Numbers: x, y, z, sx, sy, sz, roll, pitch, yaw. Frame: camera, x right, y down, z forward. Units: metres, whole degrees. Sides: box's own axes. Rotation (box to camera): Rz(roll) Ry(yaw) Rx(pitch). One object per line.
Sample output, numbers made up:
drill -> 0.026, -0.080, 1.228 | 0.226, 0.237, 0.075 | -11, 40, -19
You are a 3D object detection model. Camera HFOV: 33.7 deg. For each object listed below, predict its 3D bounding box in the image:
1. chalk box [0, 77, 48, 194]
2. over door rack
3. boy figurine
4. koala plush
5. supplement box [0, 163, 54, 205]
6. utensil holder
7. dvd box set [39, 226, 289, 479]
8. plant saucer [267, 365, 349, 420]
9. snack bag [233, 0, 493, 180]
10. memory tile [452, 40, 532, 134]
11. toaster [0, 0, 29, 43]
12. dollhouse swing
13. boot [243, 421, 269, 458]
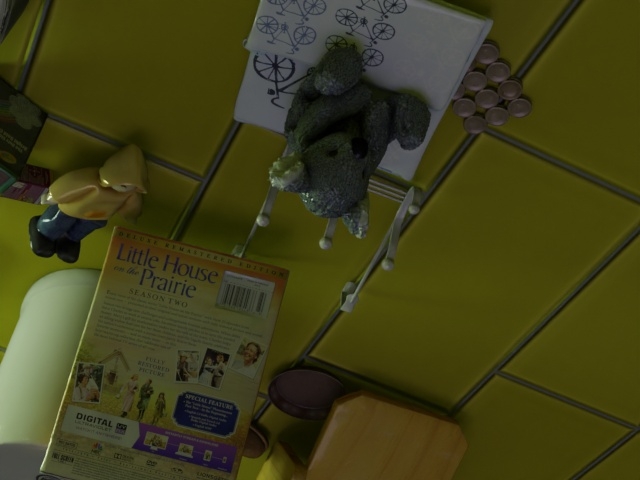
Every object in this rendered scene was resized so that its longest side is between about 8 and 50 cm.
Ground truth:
chalk box -> -0.542, -0.139, 1.654 | 0.132, 0.213, 0.132 | -31, 123, 33
over door rack -> 0.000, 0.000, 1.769 | 0.239, 0.108, 0.324 | 20, 137, -9
boy figurine -> -0.370, -0.064, 1.777 | 0.177, 0.092, 0.285 | 19, 141, -41
koala plush -> 0.024, -0.117, 1.517 | 0.196, 0.221, 0.203 | 32, 137, -23
supplement box -> -0.501, -0.098, 1.791 | 0.083, 0.043, 0.055 | 14, 141, -37
utensil holder -> -0.446, 0.299, 1.954 | 0.327, 0.385, 0.327 | 4, 135, 5
dvd box set -> -0.248, 0.212, 1.734 | 0.307, 0.420, 0.062 | 14, 165, -1
plant saucer -> -0.022, 0.304, 2.138 | 0.168, 0.029, 0.168 | 6, 136, 6
snack bag -> 0.041, -0.246, 1.561 | 0.323, 0.037, 0.342 | 18, 137, -6
memory tile -> 0.239, -0.226, 1.575 | 0.113, 0.012, 0.148 | -21, 127, 27
toaster -> -0.476, -0.356, 1.474 | 0.129, 0.146, 0.227 | 23, 134, -12
dollhouse swing -> 0.093, 0.455, 2.223 | 0.347, 0.315, 0.305 | 19, 91, -14
boot -> -0.245, 0.402, 2.215 | 0.305, 0.115, 0.112 | 32, 130, -22
